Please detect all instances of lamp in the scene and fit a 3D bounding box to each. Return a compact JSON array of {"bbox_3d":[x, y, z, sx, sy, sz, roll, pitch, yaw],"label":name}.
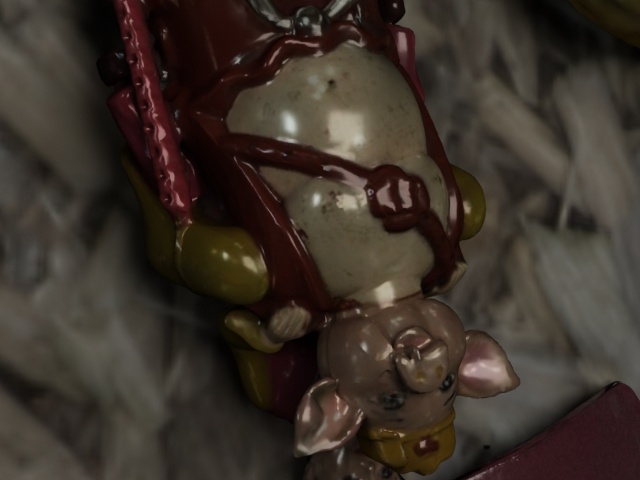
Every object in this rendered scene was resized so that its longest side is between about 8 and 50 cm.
[{"bbox_3d":[0.000,0.000,0.573,0.118,0.118,0.253,-12,87,-31],"label":"lamp"}]

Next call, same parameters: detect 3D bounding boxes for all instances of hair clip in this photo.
[{"bbox_3d":[0.087,0.101,0.658,0.137,0.022,0.054,-24,98,-31],"label":"hair clip"}]

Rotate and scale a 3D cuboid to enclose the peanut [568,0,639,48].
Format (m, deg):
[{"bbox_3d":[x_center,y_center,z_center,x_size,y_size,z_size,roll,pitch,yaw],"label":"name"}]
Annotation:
[{"bbox_3d":[0.217,-0.104,0.704,0.305,0.147,0.147,33,67,-21],"label":"peanut"}]
